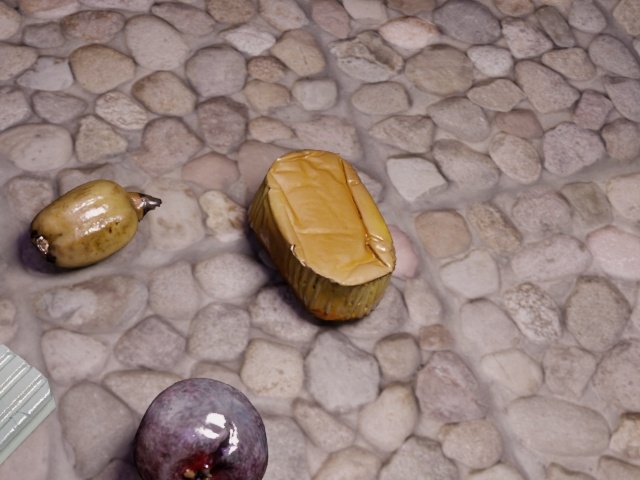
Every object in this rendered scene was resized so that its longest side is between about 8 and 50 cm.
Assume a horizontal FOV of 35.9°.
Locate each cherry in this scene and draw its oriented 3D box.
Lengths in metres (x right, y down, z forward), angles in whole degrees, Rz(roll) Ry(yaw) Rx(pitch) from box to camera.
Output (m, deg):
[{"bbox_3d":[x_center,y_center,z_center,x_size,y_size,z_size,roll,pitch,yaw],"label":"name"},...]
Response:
[{"bbox_3d":[-0.165,0.284,1.404,0.195,0.195,0.195,5,57,-8],"label":"cherry"}]

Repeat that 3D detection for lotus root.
[{"bbox_3d":[-0.365,-0.032,1.604,0.221,0.118,0.125,-29,99,-29],"label":"lotus root"}]

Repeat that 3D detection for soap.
[{"bbox_3d":[-0.485,0.259,1.418,0.119,0.066,0.198,35,58,10],"label":"soap"}]

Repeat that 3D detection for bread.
[{"bbox_3d":[0.000,0.000,1.637,0.204,0.156,0.288,-17,59,-30],"label":"bread"}]
